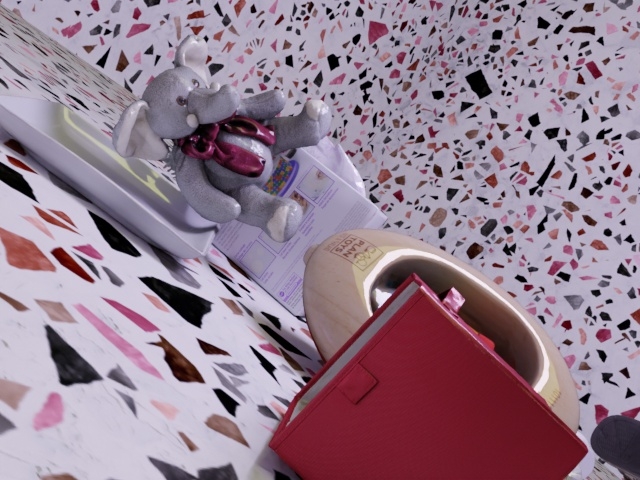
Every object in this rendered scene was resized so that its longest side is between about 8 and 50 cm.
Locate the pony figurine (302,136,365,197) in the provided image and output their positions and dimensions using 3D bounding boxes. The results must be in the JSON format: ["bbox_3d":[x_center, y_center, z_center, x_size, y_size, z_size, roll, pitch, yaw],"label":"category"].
[{"bbox_3d":[0.000,0.000,1.557,0.351,0.303,0.363,47,-11,3],"label":"pony figurine"}]

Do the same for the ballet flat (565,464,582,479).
[{"bbox_3d":[0.536,0.503,1.651,0.077,0.079,0.221,35,6,-27],"label":"ballet flat"}]

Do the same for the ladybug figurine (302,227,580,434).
[{"bbox_3d":[0.151,0.160,1.058,0.449,0.162,0.305,40,48,14],"label":"ladybug figurine"}]

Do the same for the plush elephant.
[{"bbox_3d":[-0.176,-0.183,1.185,0.330,0.272,0.255,9,-27,29],"label":"plush elephant"}]

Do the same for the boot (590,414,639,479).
[{"bbox_3d":[0.730,0.507,1.412,0.284,0.138,0.377,47,-13,-31],"label":"boot"}]

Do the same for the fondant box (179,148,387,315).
[{"bbox_3d":[-0.079,-0.054,1.346,0.330,0.238,0.096,39,5,16],"label":"fondant box"}]

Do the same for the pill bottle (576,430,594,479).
[{"bbox_3d":[0.593,0.508,1.810,0.119,0.119,0.208,38,4,-1],"label":"pill bottle"}]

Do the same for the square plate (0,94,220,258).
[{"bbox_3d":[-0.310,-0.093,1.117,0.347,0.049,0.344,37,5,-8],"label":"square plate"}]

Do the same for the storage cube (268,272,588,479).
[{"bbox_3d":[0.095,0.166,0.680,0.193,0.215,0.183,44,4,3],"label":"storage cube"}]
